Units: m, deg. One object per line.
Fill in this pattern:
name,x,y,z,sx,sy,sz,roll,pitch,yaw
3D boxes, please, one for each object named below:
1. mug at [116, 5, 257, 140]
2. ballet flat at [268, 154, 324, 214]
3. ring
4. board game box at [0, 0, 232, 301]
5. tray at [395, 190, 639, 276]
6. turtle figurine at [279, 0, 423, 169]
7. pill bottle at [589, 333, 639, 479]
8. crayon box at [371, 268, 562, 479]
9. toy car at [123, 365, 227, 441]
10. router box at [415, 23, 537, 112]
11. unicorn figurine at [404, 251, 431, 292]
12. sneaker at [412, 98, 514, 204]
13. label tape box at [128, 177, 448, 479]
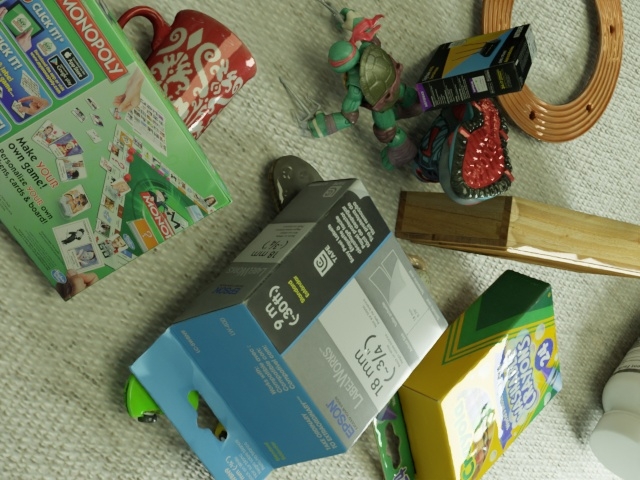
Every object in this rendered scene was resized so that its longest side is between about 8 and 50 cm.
mug,-0.179,-0.168,1.374,0.169,0.150,0.113,-56,169,-18
ballet flat,0.000,0.000,1.563,0.084,0.058,0.249,-46,115,-27
ring,0.351,-0.315,1.857,0.337,0.032,0.336,-3,95,-40
board game box,-0.263,-0.113,1.252,0.214,0.046,0.317,-31,118,2
tray,0.324,-0.002,1.738,0.411,0.203,0.076,8,88,-41
turtle figurine,0.051,-0.197,1.553,0.234,0.118,0.175,40,73,-44
pill bottle,0.570,0.239,1.987,0.318,0.176,0.176,-48,121,-28
crayon box,0.212,0.216,1.706,0.323,0.083,0.203,-40,133,-31
toy car,-0.142,0.171,1.445,0.225,0.053,0.239,1,92,-41
router box,0.210,-0.231,1.626,0.179,0.133,0.046,-58,133,-60
unicorn figurine,0.124,0.094,1.665,0.111,0.060,0.161,18,81,-41
sneaker,0.181,-0.102,1.612,0.104,0.125,0.262,45,27,-13
label tape box,-0.024,0.123,1.435,0.333,0.106,0.240,-47,118,-29
